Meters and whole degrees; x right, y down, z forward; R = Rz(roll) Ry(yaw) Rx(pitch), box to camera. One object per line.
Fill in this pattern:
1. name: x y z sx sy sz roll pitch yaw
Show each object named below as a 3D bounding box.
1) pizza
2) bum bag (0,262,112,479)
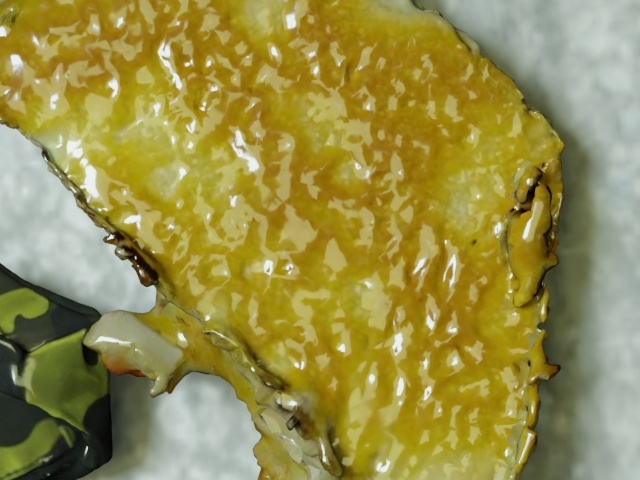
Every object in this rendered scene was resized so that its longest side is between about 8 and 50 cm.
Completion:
1. pizza: 0.000 0.000 0.649 0.189 0.071 0.297 -37 82 -9
2. bum bag: -0.184 0.084 0.683 0.232 0.060 0.106 -30 88 10
